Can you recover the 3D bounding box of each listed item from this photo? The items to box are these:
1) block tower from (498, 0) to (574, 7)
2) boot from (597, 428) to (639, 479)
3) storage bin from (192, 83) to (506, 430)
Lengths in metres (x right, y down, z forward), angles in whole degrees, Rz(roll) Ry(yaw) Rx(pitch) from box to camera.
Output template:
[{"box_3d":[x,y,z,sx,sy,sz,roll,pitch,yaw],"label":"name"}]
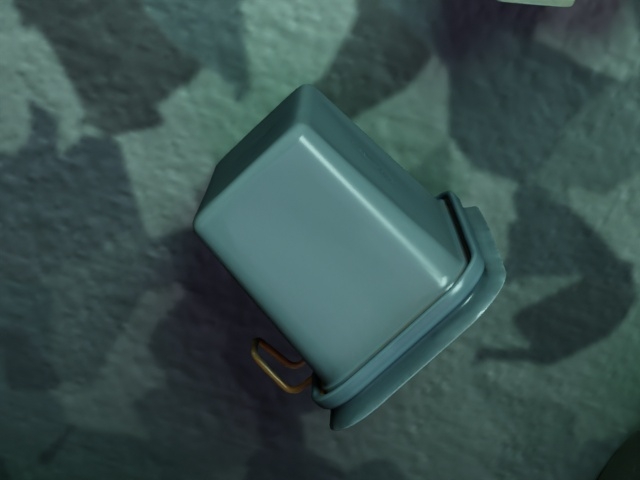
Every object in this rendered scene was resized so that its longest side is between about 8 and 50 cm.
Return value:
[{"box_3d":[0.116,-0.250,0.467,0.097,0.091,0.335,5,112,-8],"label":"block tower"},{"box_3d":[0.135,0.236,0.664,0.115,0.112,0.305,26,104,-23],"label":"boot"},{"box_3d":[0.000,0.000,0.540,0.098,0.135,0.091,-43,99,11],"label":"storage bin"}]
